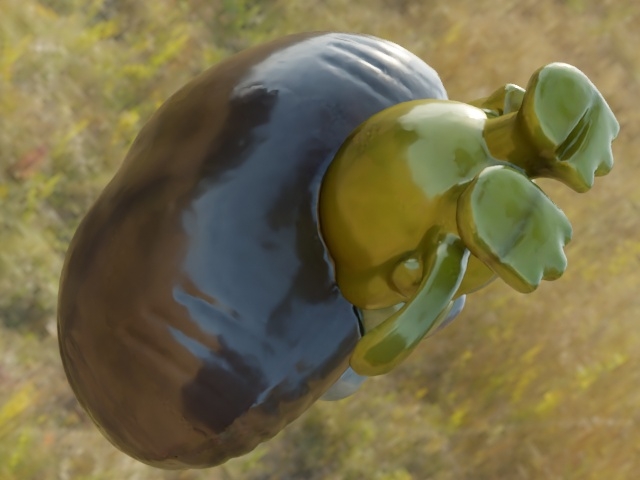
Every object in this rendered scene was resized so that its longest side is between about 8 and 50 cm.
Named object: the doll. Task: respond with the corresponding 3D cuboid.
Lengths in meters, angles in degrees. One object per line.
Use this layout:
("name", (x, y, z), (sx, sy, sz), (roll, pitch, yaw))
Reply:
("doll", (-0.003, 0.007, 0.469), (0.096, 0.145, 0.188), (40, -7, -27))
